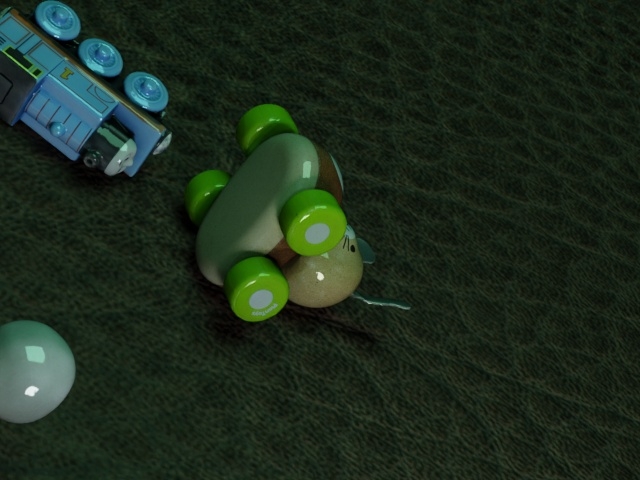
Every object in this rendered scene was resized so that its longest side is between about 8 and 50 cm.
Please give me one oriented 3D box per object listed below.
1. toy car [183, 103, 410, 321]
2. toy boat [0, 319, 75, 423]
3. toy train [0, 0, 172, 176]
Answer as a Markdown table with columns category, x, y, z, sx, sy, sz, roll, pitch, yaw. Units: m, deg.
| category | x | y | z | sx | sy | sz | roll | pitch | yaw |
| --- | --- | --- | --- | --- | --- | --- | --- | --- | --- |
| toy car | 0.000 | 0.000 | 1.511 | 0.188 | 0.149 | 0.155 | 26 | 24 | -37 |
| toy boat | -0.291 | 0.002 | 1.178 | 0.318 | 0.148 | 0.267 | 59 | 8 | 10 |
| toy train | -0.214 | -0.125 | 1.507 | 0.184 | 0.080 | 0.105 | 39 | 43 | -2 |
